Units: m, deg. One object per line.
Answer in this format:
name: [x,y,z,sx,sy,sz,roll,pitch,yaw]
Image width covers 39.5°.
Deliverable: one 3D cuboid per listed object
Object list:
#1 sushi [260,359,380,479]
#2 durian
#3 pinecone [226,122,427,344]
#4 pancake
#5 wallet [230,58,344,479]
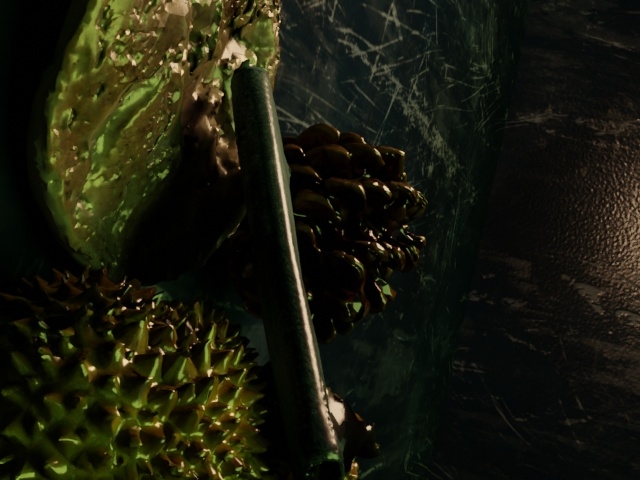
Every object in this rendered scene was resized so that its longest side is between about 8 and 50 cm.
sushi: [-0.033,0.289,1.140,0.204,0.213,0.200,-52,131,-19]
durian: [-0.152,0.136,0.683,0.293,0.258,0.258,5,96,-76]
pinecone: [-0.004,0.001,1.046,0.257,0.243,0.243,-57,155,-16]
pancake: [-0.131,-0.139,0.803,0.387,0.082,0.387,16,90,-74]
wallet: [-0.030,0.045,0.784,0.190,0.046,0.379,82,-2,-60]
